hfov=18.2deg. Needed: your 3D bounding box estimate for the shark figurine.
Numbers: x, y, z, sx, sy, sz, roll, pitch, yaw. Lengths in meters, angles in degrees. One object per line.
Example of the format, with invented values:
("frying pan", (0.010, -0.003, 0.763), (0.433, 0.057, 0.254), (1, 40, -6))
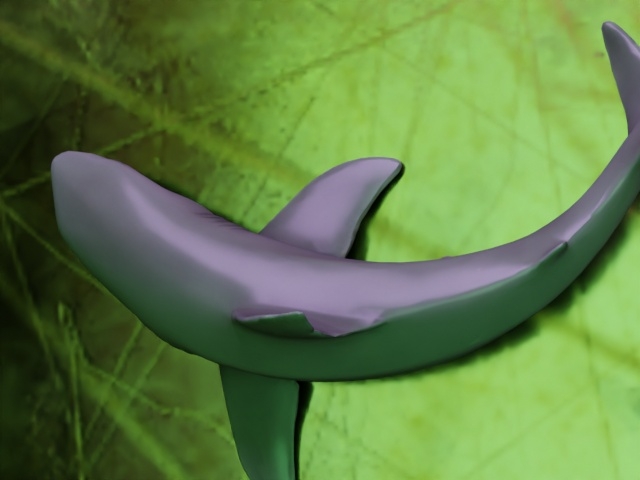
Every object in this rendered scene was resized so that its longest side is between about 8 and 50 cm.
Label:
("shark figurine", (0.026, 0.011, 0.774), (0.278, 0.116, 0.166), (-14, 83, 15))
